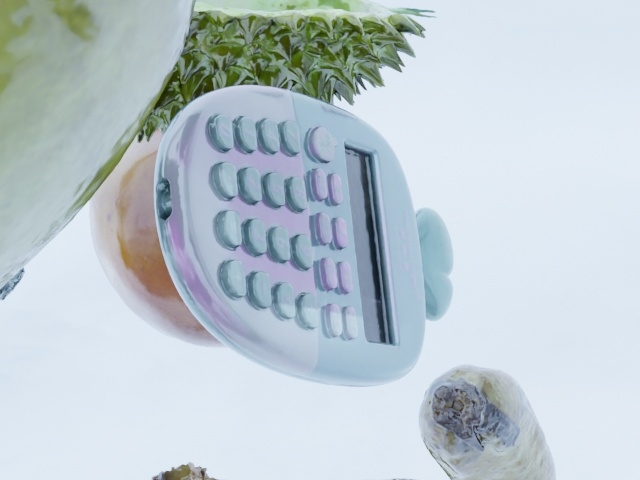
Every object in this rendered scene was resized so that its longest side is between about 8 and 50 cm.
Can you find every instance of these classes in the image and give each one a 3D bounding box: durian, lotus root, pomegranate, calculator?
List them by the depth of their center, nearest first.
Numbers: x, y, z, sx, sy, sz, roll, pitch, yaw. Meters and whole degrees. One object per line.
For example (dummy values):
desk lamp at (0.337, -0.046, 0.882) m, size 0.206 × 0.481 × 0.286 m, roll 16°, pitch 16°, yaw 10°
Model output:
calculator at (0.000, 0.000, 0.876) m, size 0.041 × 0.299 × 0.185 m, roll -15°, pitch 74°, yaw 32°
durian at (-0.095, -0.168, 1.051) m, size 0.355 × 0.157 × 0.169 m, roll 9°, pitch 58°, yaw 6°
pomegranate at (-0.099, -0.029, 1.346) m, size 0.264 × 0.264 × 0.264 m, roll -1°, pitch 83°, yaw 4°
lotus root at (0.166, 0.200, 1.387) m, size 0.110 × 0.258 × 0.097 m, roll -24°, pitch 47°, yaw 7°

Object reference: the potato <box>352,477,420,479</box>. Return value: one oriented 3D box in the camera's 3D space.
potato at (0.069, 0.329, 1.639) m, size 0.170 × 0.080 × 0.107 m, roll 4°, pitch 125°, yaw -11°

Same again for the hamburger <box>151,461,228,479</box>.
hamburger at (-0.081, 0.185, 0.594) m, size 0.182 × 0.118 × 0.191 m, roll -1°, pitch 58°, yaw 42°

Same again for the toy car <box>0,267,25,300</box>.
toy car at (-0.187, -0.033, 0.768) m, size 0.095 × 0.056 × 0.205 m, roll 37°, pitch 114°, yaw -6°

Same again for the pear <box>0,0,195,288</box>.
pear at (-0.217, -0.116, 0.507) m, size 0.413 × 0.352 × 0.352 m, roll -45°, pitch 82°, yaw 12°
